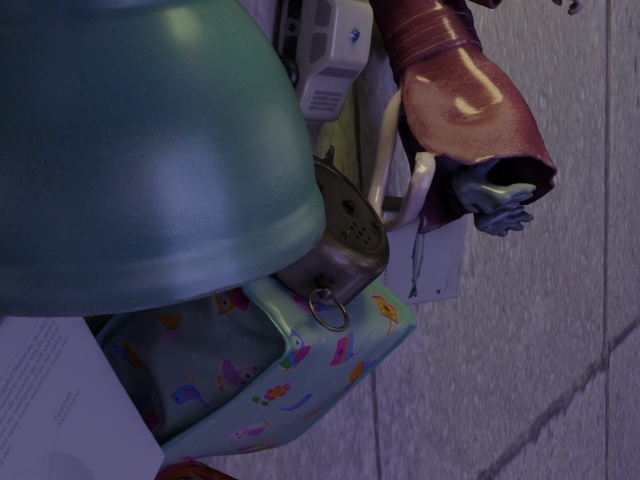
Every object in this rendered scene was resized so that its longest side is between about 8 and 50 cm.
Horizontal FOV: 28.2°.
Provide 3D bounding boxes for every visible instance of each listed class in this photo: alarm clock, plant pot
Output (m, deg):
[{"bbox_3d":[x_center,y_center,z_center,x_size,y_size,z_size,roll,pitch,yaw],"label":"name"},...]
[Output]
[{"bbox_3d":[0.000,0.000,1.017,0.129,0.064,0.192,31,33,-31],"label":"alarm clock"},{"bbox_3d":[-0.147,-0.094,0.856,0.293,0.293,0.196,-27,120,-49],"label":"plant pot"}]

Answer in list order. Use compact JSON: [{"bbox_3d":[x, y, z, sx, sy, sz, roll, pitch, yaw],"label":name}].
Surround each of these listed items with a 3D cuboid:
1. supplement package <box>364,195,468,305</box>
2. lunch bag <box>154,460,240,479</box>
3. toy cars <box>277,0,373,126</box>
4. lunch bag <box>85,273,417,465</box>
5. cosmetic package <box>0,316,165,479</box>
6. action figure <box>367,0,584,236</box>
[{"bbox_3d":[0.068,0.010,1.364,0.179,0.105,0.105,-5,104,-55],"label":"supplement package"},{"bbox_3d":[-0.102,0.366,1.220,0.293,0.120,0.258,43,68,-50],"label":"lunch bag"},{"bbox_3d":[-0.035,-0.122,1.192,0.394,0.087,0.176,-59,142,-26],"label":"toy cars"},{"bbox_3d":[-0.084,0.106,1.106,0.262,0.160,0.223,-43,159,26],"label":"lunch bag"},{"bbox_3d":[-0.247,0.163,0.890,0.224,0.138,0.225,-65,147,-41],"label":"cosmetic package"},{"bbox_3d":[0.106,-0.182,1.303,0.275,0.248,0.370,-11,76,-28],"label":"action figure"}]
